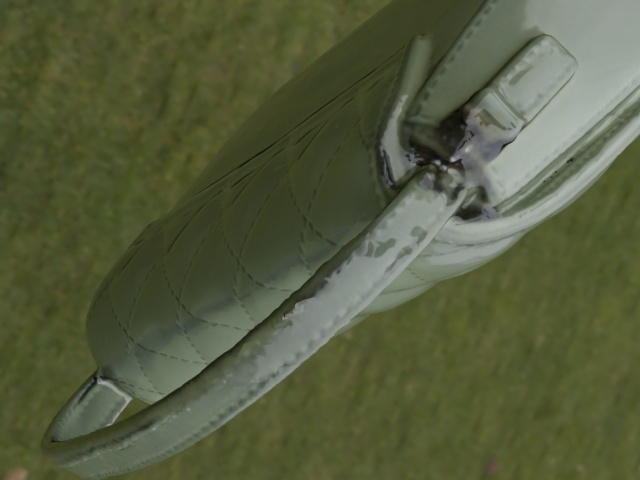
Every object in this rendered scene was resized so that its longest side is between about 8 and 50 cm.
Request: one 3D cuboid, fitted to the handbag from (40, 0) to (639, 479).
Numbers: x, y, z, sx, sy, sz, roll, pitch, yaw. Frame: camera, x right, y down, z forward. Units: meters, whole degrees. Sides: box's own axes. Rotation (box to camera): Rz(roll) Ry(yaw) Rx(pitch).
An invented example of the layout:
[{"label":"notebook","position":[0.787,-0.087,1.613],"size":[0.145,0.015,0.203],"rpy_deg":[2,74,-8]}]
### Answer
[{"label":"handbag","position":[0.000,0.000,0.583],"size":[0.219,0.079,0.256],"rpy_deg":[-49,-171,-31]}]
